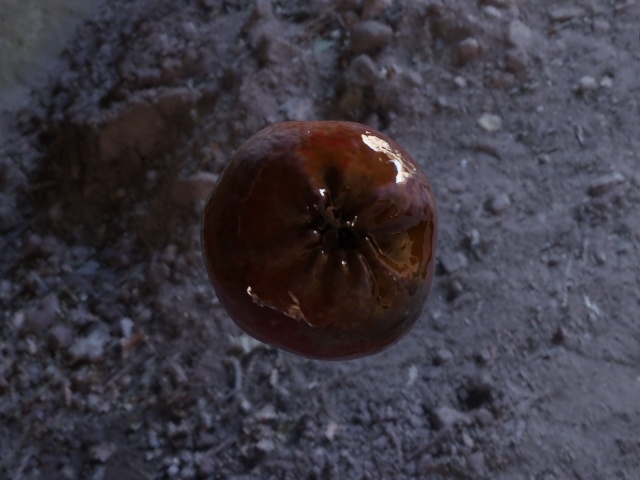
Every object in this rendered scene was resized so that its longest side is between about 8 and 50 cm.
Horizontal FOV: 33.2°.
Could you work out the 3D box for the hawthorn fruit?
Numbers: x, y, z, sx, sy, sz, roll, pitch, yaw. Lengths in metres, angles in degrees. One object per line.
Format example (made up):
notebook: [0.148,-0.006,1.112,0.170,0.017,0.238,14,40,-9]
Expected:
hawthorn fruit: [0.000,0.000,0.736,0.173,0.173,0.173,-20,38,17]
